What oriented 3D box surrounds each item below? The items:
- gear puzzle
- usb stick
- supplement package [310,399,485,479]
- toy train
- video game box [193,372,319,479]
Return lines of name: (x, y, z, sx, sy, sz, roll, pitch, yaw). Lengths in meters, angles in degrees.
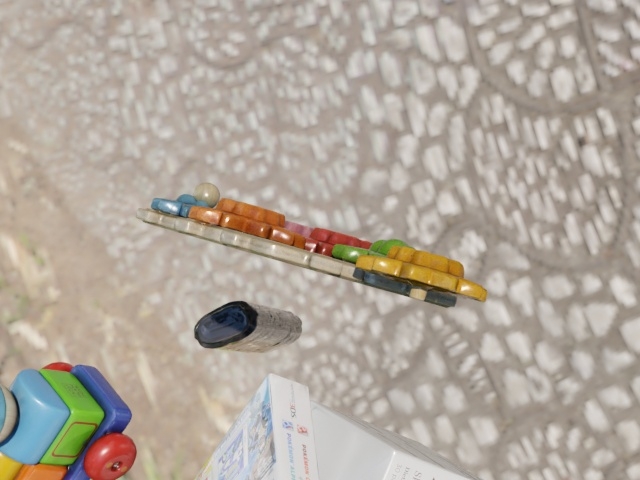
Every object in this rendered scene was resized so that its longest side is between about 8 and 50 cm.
gear puzzle: (0.000, 0.000, 1.113, 0.339, 0.175, 0.044, 14, 88, 62)
usb stick: (-0.079, 0.102, 1.794, 0.278, 0.077, 0.045, 25, -134, -79)
supplement package: (0.036, 0.318, 1.509, 0.204, 0.145, 0.262, 19, 87, 65)
toy train: (-0.261, 0.200, 1.168, 0.105, 0.143, 0.248, 45, 107, 33)
video game box: (-0.068, 0.247, 1.322, 0.205, 0.048, 0.187, -55, 27, 30)
